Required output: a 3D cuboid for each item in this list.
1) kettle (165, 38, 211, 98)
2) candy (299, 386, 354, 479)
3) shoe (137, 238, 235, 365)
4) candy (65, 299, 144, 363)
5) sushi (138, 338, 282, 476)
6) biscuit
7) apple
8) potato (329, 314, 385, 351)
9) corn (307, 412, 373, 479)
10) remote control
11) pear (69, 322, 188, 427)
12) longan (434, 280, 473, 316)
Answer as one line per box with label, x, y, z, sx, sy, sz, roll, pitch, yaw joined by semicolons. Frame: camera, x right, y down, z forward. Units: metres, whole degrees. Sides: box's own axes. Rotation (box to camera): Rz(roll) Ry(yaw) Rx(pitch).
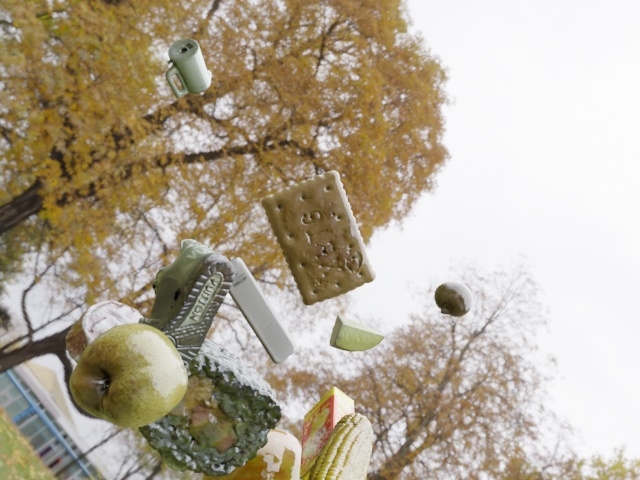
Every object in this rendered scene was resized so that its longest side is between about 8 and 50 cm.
kettle;-0.410;-0.530;1.846;0.098;0.127;0.148;13;-28;15
candy;0.023;0.547;1.648;0.088;0.276;0.146;37;-75;-12
shoe;-0.286;0.129;1.160;0.109;0.293;0.149;28;9;-46
candy;-0.645;0.298;1.811;0.157;0.289;0.214;-43;-89;13
sushi;-0.291;0.423;1.486;0.352;0.294;0.178;42;-4;-26
biscuit;0.000;0.000;1.533;0.044;0.217;0.325;-118;-172;-75
apple;-0.198;0.764;1.790;0.400;0.333;0.400;179;-90;-81
potato;0.092;0.259;1.568;0.120;0.081;0.149;20;0;-4
corn;0.050;0.493;1.295;0.120;0.363;0.120;3;-79;15
remote control;-0.144;0.160;1.348;0.261;0.067;0.029;59;-19;-11
pear;-0.296;0.211;0.927;0.167;0.136;0.167;-2;-96;20
longan;0.367;0.164;1.642;0.113;0.113;0.092;45;-31;11
